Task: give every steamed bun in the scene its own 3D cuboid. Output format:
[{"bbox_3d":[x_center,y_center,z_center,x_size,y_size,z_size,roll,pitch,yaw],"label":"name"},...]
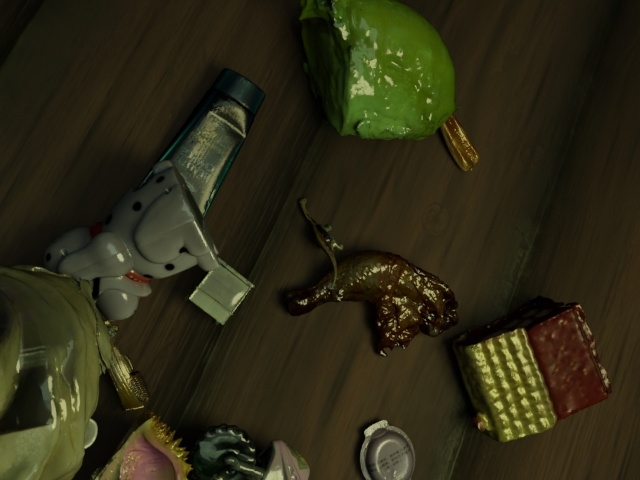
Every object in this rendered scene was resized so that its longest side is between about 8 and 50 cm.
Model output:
[{"bbox_3d":[-0.412,0.151,0.681,0.347,0.237,0.394,33,51,-2],"label":"steamed bun"}]

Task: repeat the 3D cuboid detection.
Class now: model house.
[{"bbox_3d":[0.368,0.237,1.117,0.254,0.160,0.196,-22,92,-19],"label":"model house"}]

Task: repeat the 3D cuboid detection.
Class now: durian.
[{"bbox_3d":[-0.275,0.335,0.872,0.132,0.165,0.182,32,63,-52],"label":"durian"},{"bbox_3d":[0.099,-0.306,1.081,0.340,0.204,0.255,1,97,-28],"label":"durian"}]

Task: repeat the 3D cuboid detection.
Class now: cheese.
[{"bbox_3d":[0.129,0.411,1.072,0.105,0.042,0.190,-21,91,-19],"label":"cheese"}]

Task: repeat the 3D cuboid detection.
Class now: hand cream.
[{"bbox_3d":[-0.195,-0.157,1.028,0.120,0.061,0.270,32,82,-18],"label":"hand cream"}]

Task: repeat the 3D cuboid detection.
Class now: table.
[{"bbox_3d":[-0.168,0.085,0.996,0.079,0.062,0.083,39,73,-12],"label":"table"}]

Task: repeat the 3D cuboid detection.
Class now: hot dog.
[{"bbox_3d":[0.269,-0.195,1.201,0.056,0.041,0.133,-37,104,-19],"label":"hot dog"}]

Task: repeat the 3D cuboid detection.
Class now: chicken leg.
[{"bbox_3d":[0.101,0.106,1.085,0.323,0.083,0.177,26,89,-17],"label":"chicken leg"}]

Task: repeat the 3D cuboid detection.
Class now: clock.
[{"bbox_3d":[-0.293,0.015,0.912,0.254,0.189,0.188,-30,94,-5],"label":"clock"}]

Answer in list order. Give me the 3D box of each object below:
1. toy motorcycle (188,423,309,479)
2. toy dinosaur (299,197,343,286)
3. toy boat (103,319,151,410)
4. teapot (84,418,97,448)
[{"bbox_3d":[-0.108,0.443,0.935,0.188,0.143,0.326,0,91,-19],"label":"toy motorcycle"},{"bbox_3d":[0.009,0.002,1.066,0.058,0.037,0.180,10,41,-46],"label":"toy dinosaur"},{"bbox_3d":[-0.312,0.194,0.943,0.049,0.047,0.149,-26,95,-34],"label":"toy boat"},{"bbox_3d":[-0.463,0.244,0.835,0.298,0.139,0.204,6,84,-19],"label":"teapot"}]
